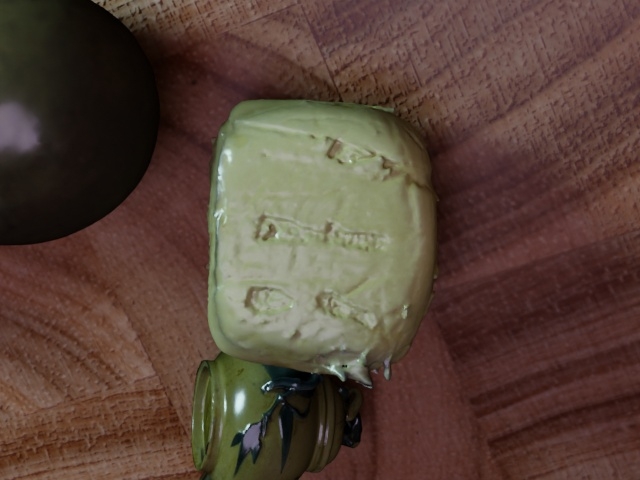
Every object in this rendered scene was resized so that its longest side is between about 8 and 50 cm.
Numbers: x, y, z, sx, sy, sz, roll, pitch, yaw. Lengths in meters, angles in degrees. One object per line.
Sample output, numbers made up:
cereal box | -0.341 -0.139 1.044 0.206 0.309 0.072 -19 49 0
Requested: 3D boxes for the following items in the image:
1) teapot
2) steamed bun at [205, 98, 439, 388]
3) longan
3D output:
teapot | -0.044 0.203 1.325 0.182 0.173 0.269 4 126 -16
steamed bun | 0.000 0.000 1.212 0.232 0.166 0.273 1 92 -1
longan | -0.282 -0.117 1.181 0.258 0.258 0.258 5 113 11
